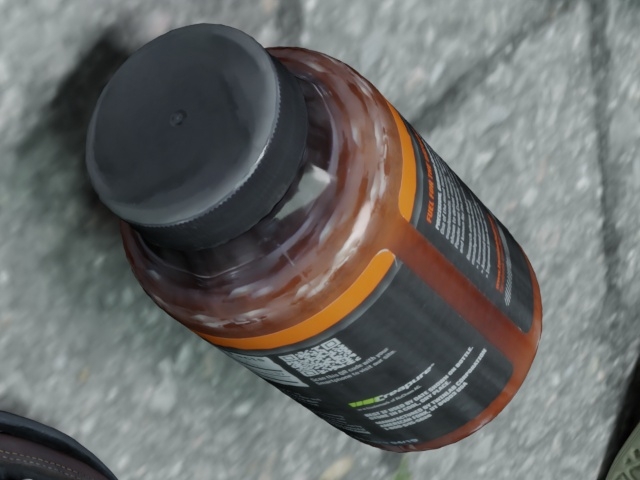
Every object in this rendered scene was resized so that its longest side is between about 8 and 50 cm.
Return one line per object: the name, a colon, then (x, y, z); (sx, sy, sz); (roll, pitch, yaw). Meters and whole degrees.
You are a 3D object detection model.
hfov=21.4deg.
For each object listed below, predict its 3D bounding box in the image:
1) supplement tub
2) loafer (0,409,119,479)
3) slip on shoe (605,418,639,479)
supplement tub: (0.000, 0.000, 0.597); (0.106, 0.106, 0.198); (-54, 145, -4)
loafer: (-0.081, 0.150, 0.621); (0.109, 0.095, 0.302); (-52, 144, -8)
slip on shoe: (0.241, 0.100, 0.955); (0.101, 0.123, 0.331); (-18, 124, -47)
